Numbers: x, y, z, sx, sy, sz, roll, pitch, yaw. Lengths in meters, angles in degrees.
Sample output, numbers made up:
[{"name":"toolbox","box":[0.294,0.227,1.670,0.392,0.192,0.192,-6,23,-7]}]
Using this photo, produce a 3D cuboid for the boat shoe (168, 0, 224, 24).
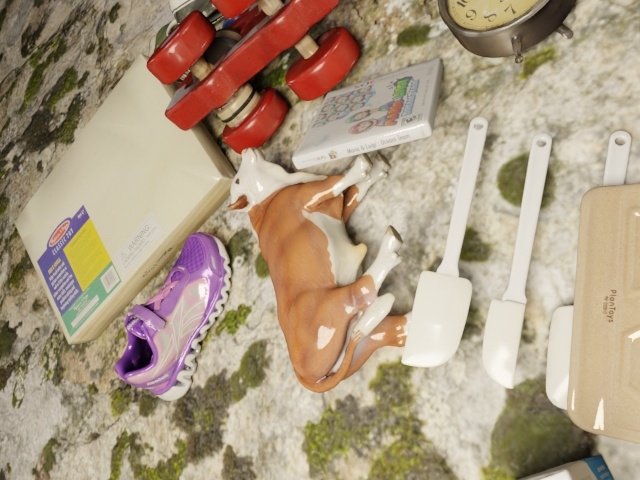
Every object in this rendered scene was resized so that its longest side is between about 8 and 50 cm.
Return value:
[{"name":"boat shoe","box":[-0.139,-0.395,0.824,0.219,0.078,0.070,-19,98,23]}]

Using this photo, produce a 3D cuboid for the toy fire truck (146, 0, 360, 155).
[{"name":"toy fire truck","box":[-0.083,-0.281,0.701,0.302,0.169,0.254,-31,33,29]}]

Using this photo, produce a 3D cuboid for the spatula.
[{"name":"spatula","box":[0.179,0.009,0.443,0.168,0.019,0.242,11,76,23]}]

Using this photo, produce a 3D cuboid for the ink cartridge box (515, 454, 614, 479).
[{"name":"ink cartridge box","box":[0.174,0.245,0.317,0.082,0.139,0.191,-33,58,24]}]

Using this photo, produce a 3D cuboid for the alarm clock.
[{"name":"alarm clock","box":[0.179,-0.263,0.526,0.129,0.064,0.192,-48,55,17]}]

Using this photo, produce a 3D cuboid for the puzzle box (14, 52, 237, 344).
[{"name":"puzzle box","box":[-0.334,-0.059,0.837,0.409,0.052,0.272,-42,69,20]}]

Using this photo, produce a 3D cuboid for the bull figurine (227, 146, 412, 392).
[{"name":"bull figurine","box":[0.000,0.000,0.560,0.188,0.101,0.311,-34,57,23]}]

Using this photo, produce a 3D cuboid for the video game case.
[{"name":"video game case","box":[0.055,-0.138,0.549,0.143,0.019,0.157,-10,36,26]}]

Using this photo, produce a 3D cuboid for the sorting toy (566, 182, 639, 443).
[{"name":"sorting toy","box":[0.280,0.047,0.336,0.208,0.038,0.193,-2,73,46]}]

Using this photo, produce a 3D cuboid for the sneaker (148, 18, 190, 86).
[{"name":"sneaker","box":[-0.250,-0.304,0.881,0.086,0.064,0.192,-27,59,32]}]

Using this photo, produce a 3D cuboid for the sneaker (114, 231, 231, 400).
[{"name":"sneaker","box":[-0.202,0.098,0.689,0.095,0.104,0.237,16,85,42]}]
